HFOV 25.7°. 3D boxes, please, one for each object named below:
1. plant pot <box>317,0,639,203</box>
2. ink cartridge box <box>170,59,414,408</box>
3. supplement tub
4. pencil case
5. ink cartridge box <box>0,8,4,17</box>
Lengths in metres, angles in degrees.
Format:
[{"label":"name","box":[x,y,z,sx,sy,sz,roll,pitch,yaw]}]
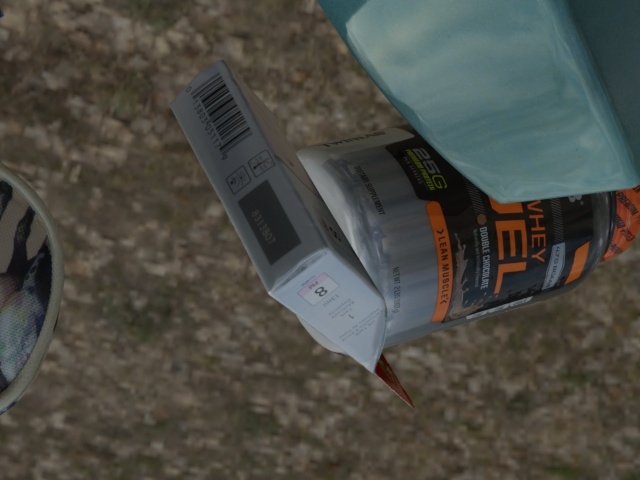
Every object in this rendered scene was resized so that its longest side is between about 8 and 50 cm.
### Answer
[{"label":"plant pot","box":[0.113,-0.147,0.793,0.166,0.165,0.234,-5,122,47]},{"label":"ink cartridge box","box":[0.000,0.000,0.998,0.066,0.189,0.232,-39,143,11]},{"label":"supplement tub","box":[0.137,-0.022,1.386,0.338,0.207,0.207,-15,152,-26]},{"label":"pencil case","box":[-0.289,0.075,0.953,0.160,0.183,0.410,31,157,-11]},{"label":"ink cartridge box","box":[-0.489,-0.218,1.342,0.333,0.165,0.065,-28,166,-4]}]
